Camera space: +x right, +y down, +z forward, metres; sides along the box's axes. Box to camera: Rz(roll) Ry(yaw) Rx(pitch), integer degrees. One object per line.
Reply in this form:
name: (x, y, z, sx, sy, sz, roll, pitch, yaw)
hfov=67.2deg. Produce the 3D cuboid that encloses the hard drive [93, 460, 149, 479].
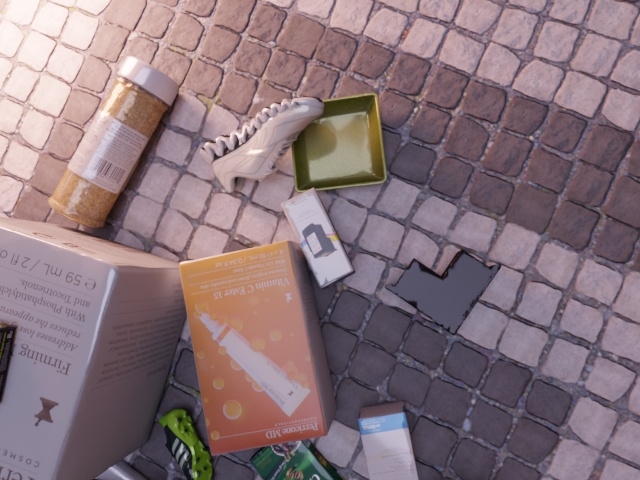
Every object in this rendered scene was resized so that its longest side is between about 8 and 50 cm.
hard drive: (-0.388, 0.600, 0.986, 0.307, 0.040, 0.203, 31, 90, 9)

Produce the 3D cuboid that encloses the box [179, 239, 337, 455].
box: (-0.112, 0.192, 0.919, 0.214, 0.168, 0.346, -13, 84, 6)

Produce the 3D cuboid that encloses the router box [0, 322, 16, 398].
router box: (-0.514, 0.178, 0.711, 0.092, 0.038, 0.123, 10, 87, 9)

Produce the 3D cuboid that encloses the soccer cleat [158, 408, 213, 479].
soccer cleat: (-0.273, 0.431, 0.983, 0.072, 0.060, 0.179, -25, 85, 28)

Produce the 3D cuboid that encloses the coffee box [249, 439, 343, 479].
coffee box: (-0.038, 0.466, 0.949, 0.113, 0.040, 0.184, -42, 82, 3)

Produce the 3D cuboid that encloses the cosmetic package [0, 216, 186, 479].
cosmetic package: (-0.481, 0.190, 0.891, 0.329, 0.327, 0.394, 16, 88, 9)

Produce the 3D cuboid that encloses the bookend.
bookend: (0.232, 0.072, 0.931, 0.157, 0.072, 0.156, 34, 89, 10)

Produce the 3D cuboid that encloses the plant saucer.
plant saucer: (0.035, -0.196, 0.994, 0.188, 0.045, 0.188, -6, 84, 8)

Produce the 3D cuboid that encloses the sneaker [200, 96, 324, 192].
sneaker: (-0.105, -0.191, 0.963, 0.292, 0.110, 0.118, -23, 91, 31)

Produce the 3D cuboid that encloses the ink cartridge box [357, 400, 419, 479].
ink cartridge box: (0.129, 0.391, 0.907, 0.089, 0.092, 0.143, -11, 83, 7)

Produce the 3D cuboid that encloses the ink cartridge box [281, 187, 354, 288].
ink cartridge box: (0.000, 0.000, 0.941, 0.072, 0.127, 0.175, -26, 83, 2)

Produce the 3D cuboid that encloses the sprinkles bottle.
sprinkles bottle: (-0.437, -0.205, 1.021, 0.121, 0.121, 0.356, 29, 89, 9)
